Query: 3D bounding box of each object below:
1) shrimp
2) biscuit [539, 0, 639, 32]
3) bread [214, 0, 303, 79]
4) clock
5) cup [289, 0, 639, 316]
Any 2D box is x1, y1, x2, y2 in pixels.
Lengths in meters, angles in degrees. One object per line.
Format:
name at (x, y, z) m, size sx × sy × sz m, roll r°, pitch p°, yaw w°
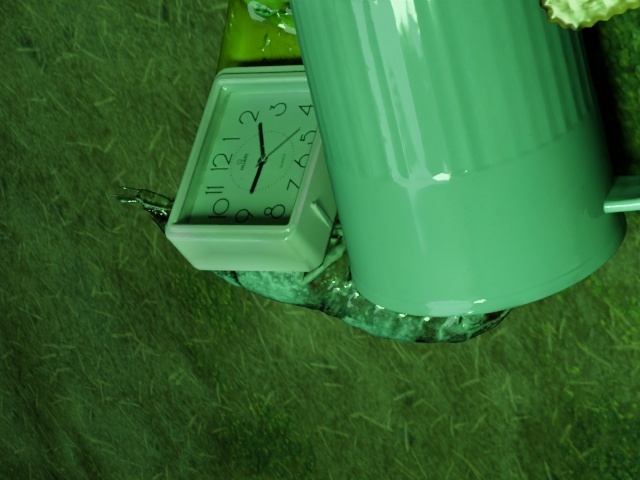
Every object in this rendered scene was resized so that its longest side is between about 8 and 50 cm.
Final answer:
shrimp at (-0.005, 0.002, 1.941) m, size 0.410 × 0.166 × 0.221 m, roll 32°, pitch 173°, yaw 0°
biscuit at (0.247, -0.303, 1.494) m, size 0.237 × 0.013 × 0.232 m, roll -22°, pitch 104°, yaw 17°
bread at (-0.029, -0.148, 1.986) m, size 0.166 × 0.112 × 0.383 m, roll 23°, pitch 145°, yaw 4°
clock at (-0.050, -0.071, 1.823) m, size 0.150 × 0.197 × 0.063 m, roll 1°, pitch 152°, yaw 30°
cup at (0.140, -0.122, 1.683) m, size 0.331 × 0.257 × 0.311 m, roll 15°, pitch 129°, yaw 47°
